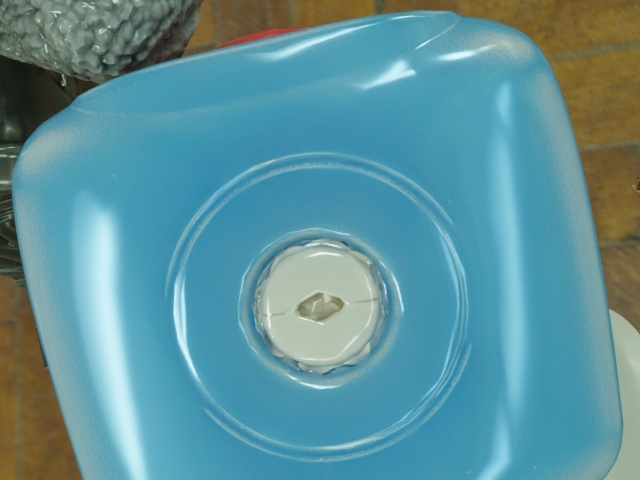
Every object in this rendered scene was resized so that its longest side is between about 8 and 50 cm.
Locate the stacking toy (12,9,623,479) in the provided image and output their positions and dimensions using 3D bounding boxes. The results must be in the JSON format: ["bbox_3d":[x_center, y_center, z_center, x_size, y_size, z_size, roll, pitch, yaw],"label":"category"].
[{"bbox_3d":[0.000,0.000,0.580,0.175,0.302,0.166,-13,97,2],"label":"stacking toy"}]

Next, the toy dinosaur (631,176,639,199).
[{"bbox_3d":[0.461,0.038,1.468,0.322,0.218,0.164,12,71,6],"label":"toy dinosaur"}]

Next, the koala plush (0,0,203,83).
[{"bbox_3d":[-0.115,-0.183,0.539,0.196,0.203,0.221,14,96,-3],"label":"koala plush"}]

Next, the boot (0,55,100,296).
[{"bbox_3d":[-0.220,-0.169,1.259,0.146,0.367,0.445,-16,65,9],"label":"boot"}]

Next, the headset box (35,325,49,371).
[{"bbox_3d":[-0.258,0.117,1.513,0.032,0.083,0.062,-35,46,11],"label":"headset box"}]

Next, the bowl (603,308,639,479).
[{"bbox_3d":[0.229,0.214,1.534,0.134,0.298,0.298,-5,81,47],"label":"bowl"}]
